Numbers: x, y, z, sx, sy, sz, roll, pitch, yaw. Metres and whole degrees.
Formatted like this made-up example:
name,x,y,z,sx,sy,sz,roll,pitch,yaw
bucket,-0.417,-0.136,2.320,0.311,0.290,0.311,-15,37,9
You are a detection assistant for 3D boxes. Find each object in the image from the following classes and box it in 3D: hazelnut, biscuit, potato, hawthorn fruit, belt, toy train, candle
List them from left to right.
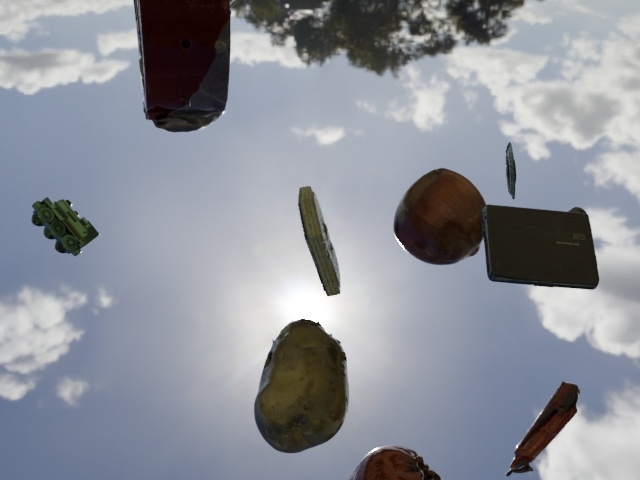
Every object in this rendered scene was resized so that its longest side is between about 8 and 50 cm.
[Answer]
name,x,y,z,sx,sy,sz,roll,pitch,yaw
toy train,-0.325,-0.021,0.856,0.053,0.083,0.033,-44,-164,-32
belt,-0.183,-0.306,0.869,0.115,0.324,0.227,-5,-155,-14
potato,-0.034,0.283,1.348,0.191,0.141,0.296,-17,-136,16
biscuit,0.000,0.000,1.678,0.052,0.252,0.150,-15,-150,7
hawthorn fruit,0.149,0.583,1.497,0.224,0.261,0.224,36,-158,-17
hazelnut,0.263,-0.045,1.469,0.214,0.214,0.176,11,176,16
candle,0.555,0.473,1.684,0.302,0.084,0.059,-41,-178,-21

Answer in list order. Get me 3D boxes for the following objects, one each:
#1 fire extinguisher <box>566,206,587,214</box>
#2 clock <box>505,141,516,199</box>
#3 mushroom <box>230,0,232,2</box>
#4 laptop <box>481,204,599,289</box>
name,x,y,z,sx,sy,sz,roll,pitch,yaw
fire extinguisher,0.476,-0.015,1.384,0.177,0.062,0.050,-28,175,-28
clock,0.255,-0.092,0.900,0.010,0.074,0.083,-3,-160,11
mushroom,-0.250,-0.503,1.121,0.292,0.290,0.292,-36,-153,21
laptop,0.399,0.011,1.227,0.207,0.026,0.154,5,-117,-6
